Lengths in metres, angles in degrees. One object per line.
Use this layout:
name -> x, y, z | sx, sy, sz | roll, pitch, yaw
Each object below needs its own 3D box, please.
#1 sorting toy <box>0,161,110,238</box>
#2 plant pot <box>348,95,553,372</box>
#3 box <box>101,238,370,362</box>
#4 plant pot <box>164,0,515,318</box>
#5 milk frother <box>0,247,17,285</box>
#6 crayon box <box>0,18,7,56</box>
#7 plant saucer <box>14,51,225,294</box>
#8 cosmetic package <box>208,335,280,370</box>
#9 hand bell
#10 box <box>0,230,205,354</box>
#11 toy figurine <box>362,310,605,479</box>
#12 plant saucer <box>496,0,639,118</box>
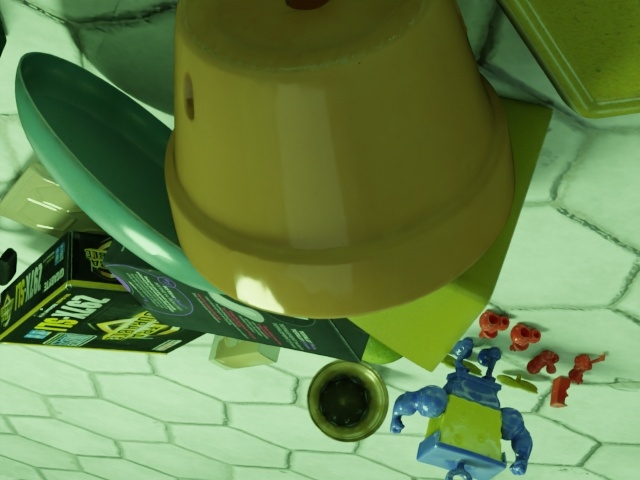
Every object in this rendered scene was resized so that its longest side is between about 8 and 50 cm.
sorting toy -> -0.293, -0.035, 1.518 | 0.193, 0.038, 0.208 | 24, 158, -21
plant pot -> 0.077, -0.029, 1.161 | 0.187, 0.212, 0.212 | 22, 155, 0
box -> -0.076, 0.021, 1.355 | 0.270, 0.143, 0.165 | 9, 154, 27
plant pot -> 0.005, -0.112, 0.954 | 0.291, 0.291, 0.203 | 6, 138, 16
milk frother -> -0.483, 0.029, 1.591 | 0.129, 0.143, 0.135 | 49, 153, 5
crayon box -> -0.485, -0.161, 1.148 | 0.318, 0.202, 0.081 | 13, 155, 4
plant saucer -> -0.165, -0.055, 1.142 | 0.044, 0.317, 0.317 | -47, 128, 12
cosmetic package -> -0.109, 0.152, 1.785 | 0.115, 0.060, 0.041 | -16, 142, 44
hand bell -> 0.024, 0.260, 1.931 | 0.126, 0.126, 0.242 | 16, 168, -6
box -> -0.260, 0.078, 1.607 | 0.257, 0.079, 0.322 | 9, 159, -28
toy figurine -> 0.181, 0.221, 1.602 | 0.362, 0.217, 0.191 | 20, 154, -15
plant saucer -> 0.260, -0.193, 0.862 | 0.333, 0.081, 0.333 | -5, 150, 33
